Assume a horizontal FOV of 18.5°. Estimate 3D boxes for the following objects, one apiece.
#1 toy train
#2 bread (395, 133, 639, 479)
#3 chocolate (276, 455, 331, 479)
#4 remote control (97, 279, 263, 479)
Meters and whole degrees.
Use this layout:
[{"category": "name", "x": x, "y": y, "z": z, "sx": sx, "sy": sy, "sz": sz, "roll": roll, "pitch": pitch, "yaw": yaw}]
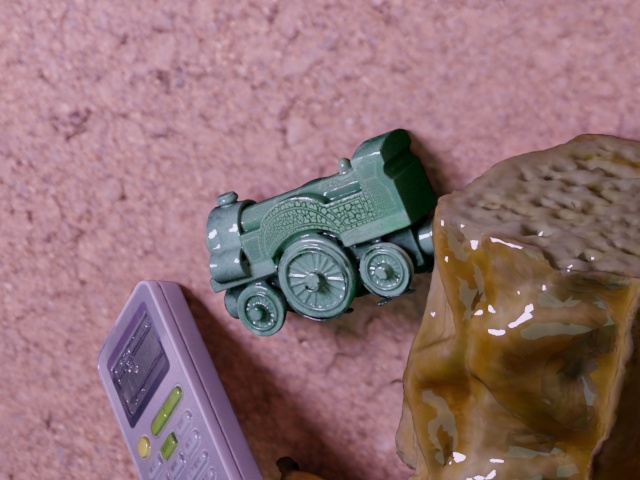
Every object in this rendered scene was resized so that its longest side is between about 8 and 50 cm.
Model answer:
[{"category": "toy train", "x": 0.000, "y": 0.000, "z": 1.317, "sx": 0.178, "sy": 0.071, "sz": 0.104, "roll": -19, "pitch": 101, "yaw": 31}, {"category": "bread", "x": 0.166, "y": 0.070, "z": 1.203, "sx": 0.239, "sy": 0.196, "sz": 0.252, "roll": 13, "pitch": 125, "yaw": 19}, {"category": "chocolate", "x": 0.150, "y": 0.293, "z": 1.375, "sx": 0.445, "sy": 0.162, "sz": 0.162, "roll": 18, "pitch": 124, "yaw": 12}, {"category": "remote control", "x": -0.093, "y": 0.147, "z": 1.371, "sx": 0.103, "sy": 0.034, "sz": 0.250, "roll": -56, "pitch": 44, "yaw": 36}]
